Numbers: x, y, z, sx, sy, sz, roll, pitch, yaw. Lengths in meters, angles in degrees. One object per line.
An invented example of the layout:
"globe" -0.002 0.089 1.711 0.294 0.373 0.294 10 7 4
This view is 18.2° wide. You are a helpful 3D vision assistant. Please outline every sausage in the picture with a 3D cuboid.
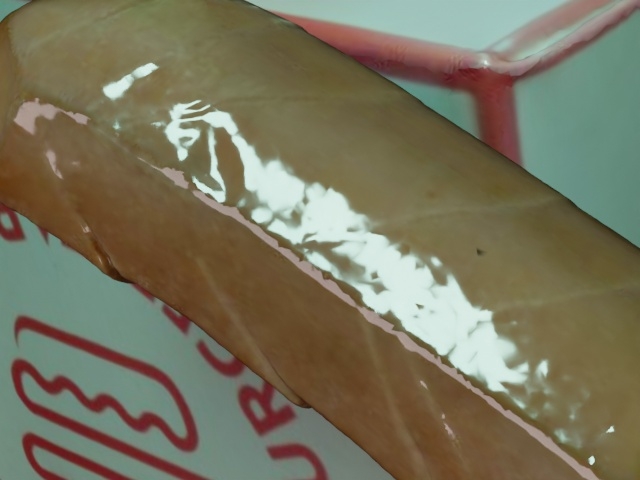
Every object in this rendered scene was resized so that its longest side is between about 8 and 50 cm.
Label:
"sausage" 0.000 0.000 0.382 0.169 0.065 0.065 35 141 16

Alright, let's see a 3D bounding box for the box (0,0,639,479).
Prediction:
"box" 0.049 0.004 0.631 0.314 0.300 0.312 17 129 43
